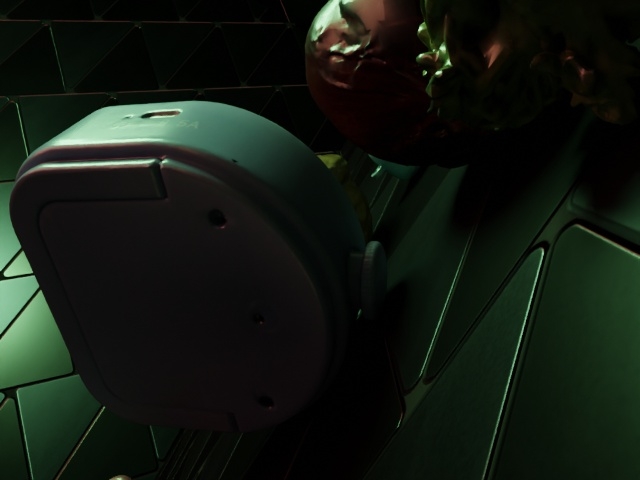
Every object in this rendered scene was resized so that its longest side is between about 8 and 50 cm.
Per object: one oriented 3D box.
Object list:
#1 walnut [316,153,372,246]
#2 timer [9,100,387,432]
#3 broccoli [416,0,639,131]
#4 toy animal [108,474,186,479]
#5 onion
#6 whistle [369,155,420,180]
[{"bbox_3d":[0.000,0.002,0.946,0.238,0.141,0.204,-58,-6,12],"label":"walnut"},{"bbox_3d":[-0.112,0.034,0.739,0.395,0.395,0.173,-54,5,34],"label":"timer"},{"bbox_3d":[0.132,-0.200,0.367,0.248,0.288,0.245,-23,24,25],"label":"broccoli"},{"bbox_3d":[-0.179,0.330,0.651,0.204,0.156,0.208,-64,11,-19],"label":"toy animal"},{"bbox_3d":[0.122,-0.201,0.651,0.281,0.221,0.281,-29,34,21],"label":"onion"},{"bbox_3d":[0.155,-0.201,0.950,0.274,0.093,0.186,-55,6,3],"label":"whistle"}]
